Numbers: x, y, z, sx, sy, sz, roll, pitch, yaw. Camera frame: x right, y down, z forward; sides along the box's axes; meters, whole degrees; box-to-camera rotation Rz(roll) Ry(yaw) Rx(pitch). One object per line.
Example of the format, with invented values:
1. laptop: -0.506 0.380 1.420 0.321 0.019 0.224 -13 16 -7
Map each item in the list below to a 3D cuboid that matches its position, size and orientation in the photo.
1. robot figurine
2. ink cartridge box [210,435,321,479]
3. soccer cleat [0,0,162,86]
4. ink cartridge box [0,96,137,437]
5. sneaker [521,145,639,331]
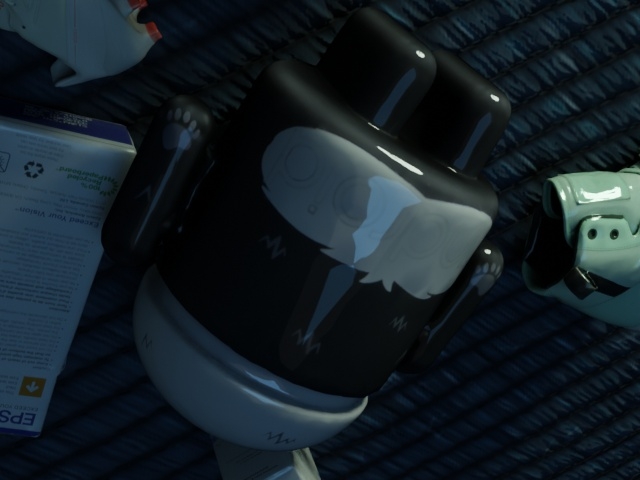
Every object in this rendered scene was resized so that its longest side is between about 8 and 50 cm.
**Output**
1. robot figurine: -0.002 -0.002 0.669 0.209 0.173 0.278 35 106 11
2. ink cartridge box: -0.038 0.160 0.776 0.052 0.122 0.088 -29 124 2
3. soccer cleat: -0.155 -0.150 0.562 0.076 0.068 0.196 -28 144 3
4. ink cartridge box: -0.251 0.010 0.651 0.223 0.045 0.224 12 114 -26
5. sneaker: 0.250 -0.046 0.778 0.151 0.094 0.256 13 116 -33
